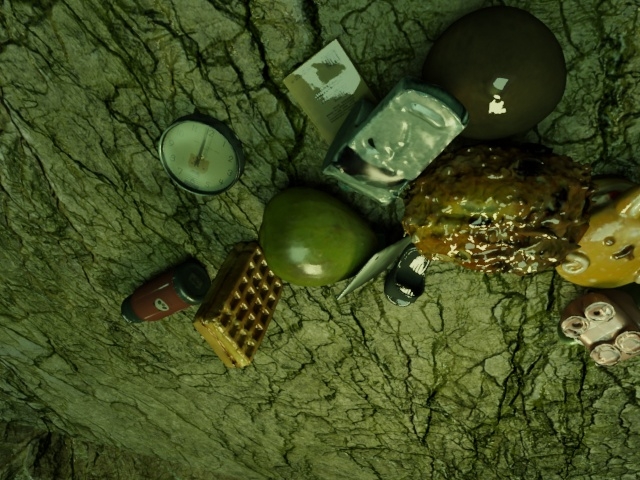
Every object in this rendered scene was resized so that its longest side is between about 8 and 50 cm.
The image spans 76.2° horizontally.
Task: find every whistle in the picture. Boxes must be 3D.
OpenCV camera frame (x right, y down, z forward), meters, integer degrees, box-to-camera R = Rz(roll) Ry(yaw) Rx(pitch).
[{"bbox_3d":[0.127,-0.187,0.846,0.168,0.405,0.188,27,91,-11],"label":"whistle"}]

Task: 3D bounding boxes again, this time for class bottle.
[{"bbox_3d":[-0.533,0.188,1.366,0.336,0.144,0.144,-23,119,25],"label":"bottle"}]

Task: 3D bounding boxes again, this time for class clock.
[{"bbox_3d":[-0.317,-0.221,1.089,0.226,0.049,0.225,5,128,6],"label":"clock"}]

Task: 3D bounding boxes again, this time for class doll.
[{"bbox_3d":[0.760,0.200,1.098,0.216,0.268,0.284,45,121,2],"label":"doll"}]

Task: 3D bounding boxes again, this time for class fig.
[{"bbox_3d":[0.000,0.000,1.077,0.327,0.258,0.258,13,128,-13],"label":"fig"}]

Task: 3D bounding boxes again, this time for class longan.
[{"bbox_3d":[0.323,-0.314,0.785,0.258,0.258,0.257,5,126,6],"label":"longan"}]

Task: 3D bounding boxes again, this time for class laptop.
[{"bbox_3d":[0.161,0.061,1.102,0.015,0.269,0.187,47,126,16],"label":"laptop"}]

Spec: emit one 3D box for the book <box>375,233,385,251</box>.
[{"bbox_3d":[0.125,0.020,1.210,0.135,0.017,0.103,-1,127,12],"label":"book"}]

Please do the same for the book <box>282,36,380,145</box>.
[{"bbox_3d":[0.042,-0.330,0.962,0.161,0.026,0.231,-27,118,26],"label":"book"}]

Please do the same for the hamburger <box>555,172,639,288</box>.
[{"bbox_3d":[0.703,-0.019,0.984,0.261,0.186,0.302,18,124,-5],"label":"hamburger"}]

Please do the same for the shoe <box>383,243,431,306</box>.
[{"bbox_3d":[0.260,0.124,1.219,0.108,0.093,0.240,14,125,-2],"label":"shoe"}]

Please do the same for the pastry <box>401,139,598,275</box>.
[{"bbox_3d":[0.390,-0.068,0.864,0.406,0.337,0.292,4,100,-34],"label":"pastry"}]

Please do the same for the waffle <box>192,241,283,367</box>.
[{"bbox_3d":[-0.228,0.180,1.194,0.098,0.327,0.224,-12,124,23],"label":"waffle"}]
